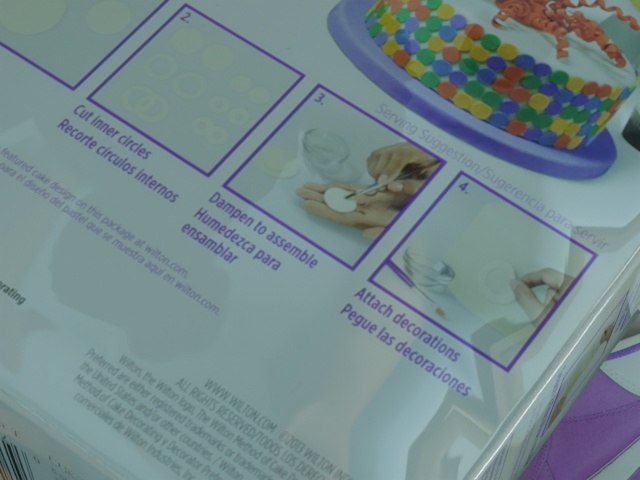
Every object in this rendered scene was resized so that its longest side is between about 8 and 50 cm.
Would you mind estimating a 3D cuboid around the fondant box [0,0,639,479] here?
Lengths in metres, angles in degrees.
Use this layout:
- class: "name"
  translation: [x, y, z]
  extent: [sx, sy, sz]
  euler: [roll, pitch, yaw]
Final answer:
- class: "fondant box"
  translation: [0.008, -0.040, 0.558]
  extent: [0.330, 0.238, 0.096]
  euler: [-49, 160, -25]

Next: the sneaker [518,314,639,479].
- class: "sneaker"
  translation: [0.149, 0.135, 0.985]
  extent: [0.161, 0.282, 0.102]
  euler: [51, 44, 3]
